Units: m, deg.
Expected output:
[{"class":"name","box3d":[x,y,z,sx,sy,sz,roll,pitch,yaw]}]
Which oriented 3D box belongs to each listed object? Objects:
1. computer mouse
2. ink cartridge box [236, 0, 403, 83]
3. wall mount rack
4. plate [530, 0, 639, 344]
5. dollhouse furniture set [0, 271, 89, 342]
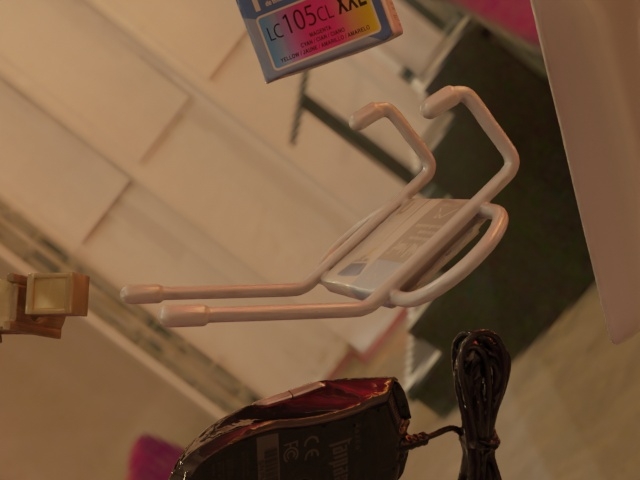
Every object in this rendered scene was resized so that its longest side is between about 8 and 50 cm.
[{"class":"computer mouse","box3d":[0.010,0.165,0.919,0.262,0.184,0.060,-19,27,-28]},{"class":"ink cartridge box","box3d":[-0.046,-0.379,1.516,0.151,0.395,0.270,-18,6,7]},{"class":"wall mount rack","box3d":[0.000,0.000,1.194,0.304,0.130,0.350,-41,11,-10]},{"class":"plate","box3d":[0.209,-0.124,0.804,0.045,0.277,0.278,9,49,32]},{"class":"dollhouse furniture set","box3d":[-0.306,0.120,1.464,0.101,0.182,0.161,22,-111,-64]}]
